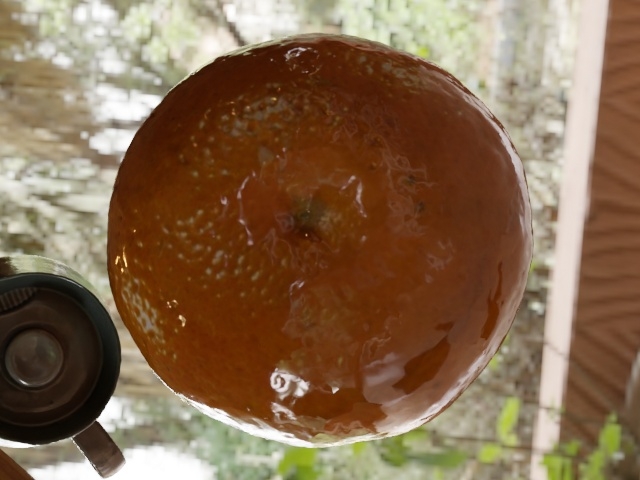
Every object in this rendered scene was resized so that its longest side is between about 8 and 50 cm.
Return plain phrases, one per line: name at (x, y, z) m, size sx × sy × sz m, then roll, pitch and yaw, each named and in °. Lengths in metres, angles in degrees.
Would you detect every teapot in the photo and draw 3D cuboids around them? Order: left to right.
teapot at (-0.351, 0.160, 1.828) m, size 0.300 × 0.253 × 0.344 m, roll 54°, pitch 168°, yaw -6°

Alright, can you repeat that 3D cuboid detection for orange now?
orange at (0.000, 0.000, 1.483) m, size 0.326 × 0.424 × 0.423 m, roll 39°, pitch -125°, yaw -81°

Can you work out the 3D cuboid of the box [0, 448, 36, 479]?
box at (-0.225, 0.230, 0.997) m, size 0.076 × 0.274 × 0.174 m, roll -47°, pitch -2°, yaw -45°
